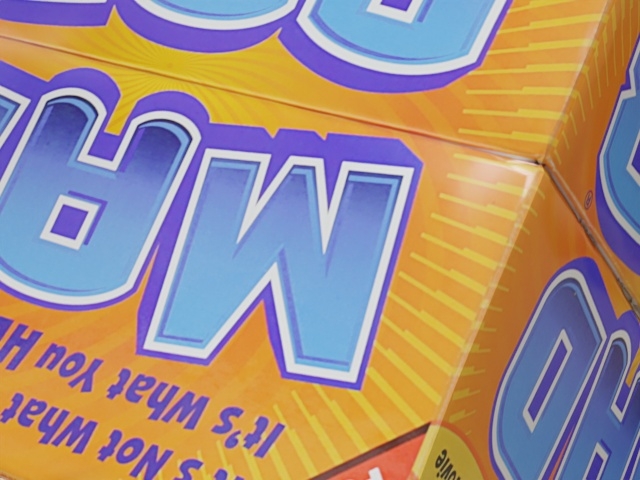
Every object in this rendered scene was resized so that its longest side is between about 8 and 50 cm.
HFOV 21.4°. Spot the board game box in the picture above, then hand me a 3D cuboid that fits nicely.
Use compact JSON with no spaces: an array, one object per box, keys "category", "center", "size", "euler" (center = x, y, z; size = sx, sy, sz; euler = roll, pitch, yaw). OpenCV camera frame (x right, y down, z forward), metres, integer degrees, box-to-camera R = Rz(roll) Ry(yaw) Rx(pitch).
[{"category":"board game box","center":[0.000,0.000,0.846],"size":[0.356,0.356,0.356],"euler":[16,74,30]}]
